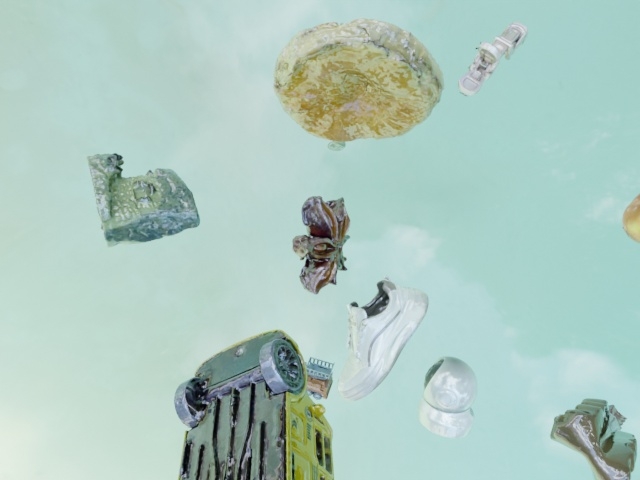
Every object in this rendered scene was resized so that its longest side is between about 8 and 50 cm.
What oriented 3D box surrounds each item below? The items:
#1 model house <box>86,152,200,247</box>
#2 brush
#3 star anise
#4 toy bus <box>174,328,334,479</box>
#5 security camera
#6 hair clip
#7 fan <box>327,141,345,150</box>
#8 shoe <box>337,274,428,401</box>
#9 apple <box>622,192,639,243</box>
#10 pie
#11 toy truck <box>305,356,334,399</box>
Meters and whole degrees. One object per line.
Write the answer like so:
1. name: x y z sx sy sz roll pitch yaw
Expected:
1. model house: -0.157 -0.040 0.430 0.083 0.066 0.079 -13 49 -22
2. brush: 0.349 0.235 0.596 0.071 0.301 0.084 -45 59 20
3. star anise: -0.003 0.004 1.110 0.098 0.220 0.214 -6 104 31
4. toy bus: -0.062 0.260 0.471 0.145 0.331 0.151 -28 128 20
5. security camera: 0.430 0.504 1.598 0.194 0.194 0.236 5 106 -2
6. hair clip: 0.271 -0.289 0.704 0.034 0.072 0.226 37 55 12
7. fan: 0.053 -0.304 1.505 0.060 0.080 0.003 -4 63 -15
8. shoe: 0.110 0.215 1.129 0.159 0.124 0.316 39 85 -15
9. apple: 1.028 -0.074 1.454 0.209 0.209 0.164 -32 101 0
10. pie: 0.070 -0.297 0.943 0.339 0.339 0.083 3 72 -2
11. toy truck: -0.050 0.421 1.520 0.177 0.080 0.115 13 126 10
